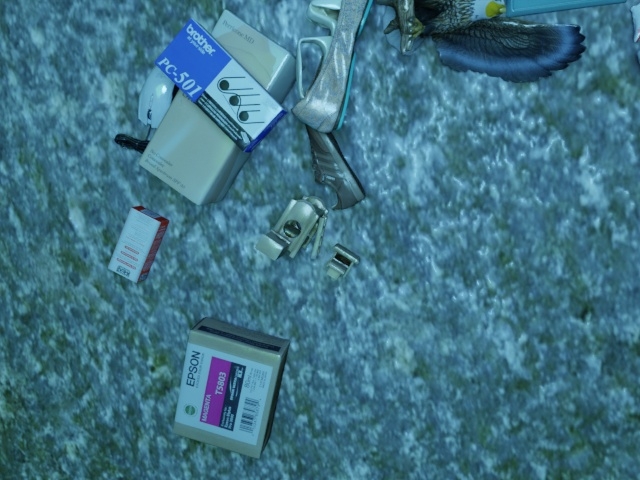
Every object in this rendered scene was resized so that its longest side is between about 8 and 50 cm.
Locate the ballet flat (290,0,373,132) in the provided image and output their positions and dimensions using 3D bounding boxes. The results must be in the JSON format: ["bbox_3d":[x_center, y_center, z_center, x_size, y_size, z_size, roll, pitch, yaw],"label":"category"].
[{"bbox_3d":[0.020,-0.344,0.855,0.106,0.107,0.315,15,87,-9],"label":"ballet flat"}]

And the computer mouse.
[{"bbox_3d":[-0.328,-0.259,0.986,0.106,0.042,0.192,23,102,6],"label":"computer mouse"}]

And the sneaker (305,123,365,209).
[{"bbox_3d":[0.009,-0.143,0.936,0.071,0.066,0.188,-30,92,15],"label":"sneaker"}]

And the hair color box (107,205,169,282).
[{"bbox_3d":[-0.373,0.007,1.037,0.072,0.043,0.141,27,101,4],"label":"hair color box"}]

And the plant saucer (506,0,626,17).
[{"bbox_3d":[0.412,-0.422,0.848,0.192,0.018,0.067,-4,99,9],"label":"plant saucer"}]

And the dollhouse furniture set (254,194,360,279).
[{"bbox_3d":[0.000,0.000,0.901,0.161,0.182,0.101,33,103,3],"label":"dollhouse furniture set"}]

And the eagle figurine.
[{"bbox_3d":[0.257,-0.374,0.809,0.299,0.226,0.225,-10,60,-14],"label":"eagle figurine"}]

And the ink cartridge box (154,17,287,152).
[{"bbox_3d":[-0.162,-0.251,0.832,0.207,0.046,0.097,45,102,0],"label":"ink cartridge box"}]

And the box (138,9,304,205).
[{"bbox_3d":[-0.178,-0.233,0.925,0.148,0.121,0.311,34,103,3],"label":"box"}]

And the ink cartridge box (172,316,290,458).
[{"bbox_3d":[-0.181,0.297,1.029,0.194,0.088,0.234,13,102,6],"label":"ink cartridge box"}]

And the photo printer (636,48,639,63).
[{"bbox_3d":[0.685,-0.221,0.788,0.256,0.107,0.307,-25,94,13],"label":"photo printer"}]

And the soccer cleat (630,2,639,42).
[{"bbox_3d":[0.526,-0.369,0.833,0.036,0.029,0.083,19,99,15],"label":"soccer cleat"}]
